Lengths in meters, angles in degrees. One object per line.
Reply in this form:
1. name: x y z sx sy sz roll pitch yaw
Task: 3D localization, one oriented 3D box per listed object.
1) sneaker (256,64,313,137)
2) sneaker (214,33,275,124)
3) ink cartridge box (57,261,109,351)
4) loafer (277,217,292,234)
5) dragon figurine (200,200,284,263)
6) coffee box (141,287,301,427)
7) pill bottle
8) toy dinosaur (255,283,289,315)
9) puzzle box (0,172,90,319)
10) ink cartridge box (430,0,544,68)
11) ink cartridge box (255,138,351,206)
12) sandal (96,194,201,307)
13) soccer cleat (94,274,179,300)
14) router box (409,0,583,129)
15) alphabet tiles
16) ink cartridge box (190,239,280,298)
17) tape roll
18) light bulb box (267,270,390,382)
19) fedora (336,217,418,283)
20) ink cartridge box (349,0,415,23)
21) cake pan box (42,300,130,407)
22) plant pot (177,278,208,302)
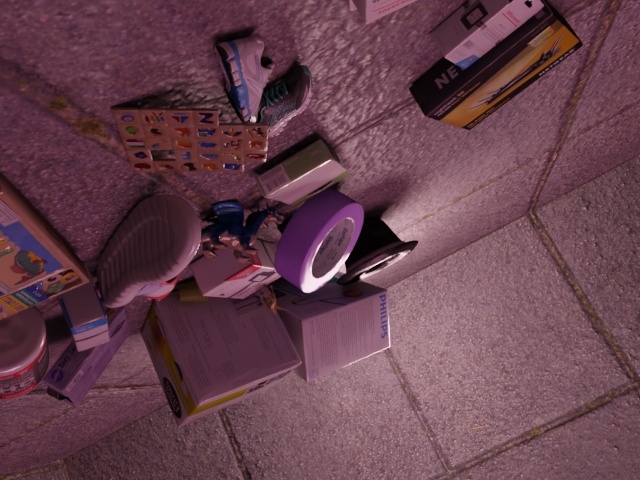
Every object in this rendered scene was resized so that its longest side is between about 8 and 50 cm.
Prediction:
1. sneaker: -0.077 -0.237 1.056 0.076 0.065 0.166 -4 150 -42
2. sneaker: -0.106 -0.248 0.961 0.082 0.071 0.191 -30 163 -12
3. ink cartridge box: -0.540 0.155 1.386 0.082 0.140 0.191 -20 162 -25
4. loafer: -0.048 -0.028 1.725 0.078 0.076 0.223 6 176 23
5. dragon figurine: -0.220 -0.033 1.405 0.289 0.144 0.085 7 149 -29
6. coffee box: -0.325 0.336 1.914 0.338 0.338 0.334 -17 161 -31
7. pill bottle: -0.706 0.256 1.374 0.176 0.176 0.318 -17 161 -28
8. toy dinosaur: -0.147 0.180 1.800 0.053 0.093 0.183 -28 167 4
9. puzzle box: -0.600 0.039 1.060 0.272 0.052 0.409 -23 159 -10
10. ink cartridge box: 0.306 -0.405 1.125 0.180 0.060 0.104 -36 161 29
11. ink cartridge box: -0.032 -0.148 1.401 0.171 0.056 0.235 -30 174 11
12. sandal: -0.344 0.020 1.258 0.102 0.170 0.416 -5 166 -44
13. soccer cleat: -0.445 0.100 1.498 0.095 0.083 0.248 -49 158 12
14. router box: 0.374 -0.370 1.301 0.308 0.081 0.242 -37 160 31
15. alphabet tiles: -0.206 -0.163 1.017 0.237 0.009 0.198 -1 159 -8
16. ink cartridge box: -0.221 0.079 1.712 0.171 0.100 0.237 -31 164 14
17. tape roll: 0.000 0.000 1.623 0.275 0.090 0.275 -44 154 -29
18. light bulb box: -0.009 0.269 2.106 0.360 0.226 0.357 -16 -159 -34
19. fedora: 0.161 0.022 2.023 0.333 0.153 0.334 -27 170 -5
20. ink cartridge box: 0.100 -0.386 0.859 0.115 0.067 0.198 -26 164 -4
21. cake pan box: -0.612 0.306 1.625 0.267 0.070 0.246 -60 177 -26
22. plant pot: -0.368 0.146 1.751 0.079 0.083 0.083 -9 159 -15
